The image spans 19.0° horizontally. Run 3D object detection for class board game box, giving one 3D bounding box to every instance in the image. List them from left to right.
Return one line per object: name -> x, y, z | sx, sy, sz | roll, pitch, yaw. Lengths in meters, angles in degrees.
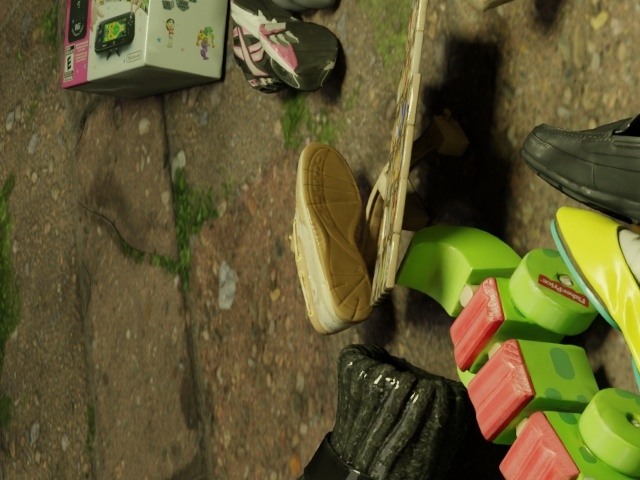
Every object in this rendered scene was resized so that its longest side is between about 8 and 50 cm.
board game box -> -0.177, -0.311, 1.996 | 0.224, 0.097, 0.303 | -4, 79, 59

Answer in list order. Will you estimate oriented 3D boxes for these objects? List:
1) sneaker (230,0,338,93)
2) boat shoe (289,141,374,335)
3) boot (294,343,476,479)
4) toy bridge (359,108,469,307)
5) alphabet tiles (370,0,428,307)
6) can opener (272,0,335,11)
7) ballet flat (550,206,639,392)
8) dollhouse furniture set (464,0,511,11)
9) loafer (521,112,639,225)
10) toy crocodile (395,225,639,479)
sneaker -> -0.035, -0.166, 1.764 | 0.178, 0.072, 0.077 | -125, 37, -59
boat shoe -> 0.000, 0.000, 1.607 | 0.059, 0.063, 0.170 | -39, 49, 46
boot -> 0.009, 0.208, 1.529 | 0.348, 0.131, 0.260 | -174, 97, -69
toy bridge -> 0.067, -0.034, 1.585 | 0.188, 0.026, 0.063 | -63, 34, 32
alphabet tiles -> 0.062, -0.072, 1.473 | 0.198, 0.009, 0.237 | 104, 173, -84
can opener -> -0.021, -0.353, 1.734 | 0.076, 0.095, 0.283 | 6, 89, 61
ballet flat -> 0.229, 0.054, 1.259 | 0.077, 0.077, 0.231 | -39, 52, 23
dollhouse furniture set -> 0.120, -0.330, 1.442 | 0.242, 0.161, 0.212 | 40, 140, 38
loafer -> 0.216, -0.051, 1.295 | 0.223, 0.076, 0.078 | 29, 95, 60
toy crocodile -> 0.153, 0.114, 1.330 | 0.115, 0.105, 0.340 | -59, 38, 36
